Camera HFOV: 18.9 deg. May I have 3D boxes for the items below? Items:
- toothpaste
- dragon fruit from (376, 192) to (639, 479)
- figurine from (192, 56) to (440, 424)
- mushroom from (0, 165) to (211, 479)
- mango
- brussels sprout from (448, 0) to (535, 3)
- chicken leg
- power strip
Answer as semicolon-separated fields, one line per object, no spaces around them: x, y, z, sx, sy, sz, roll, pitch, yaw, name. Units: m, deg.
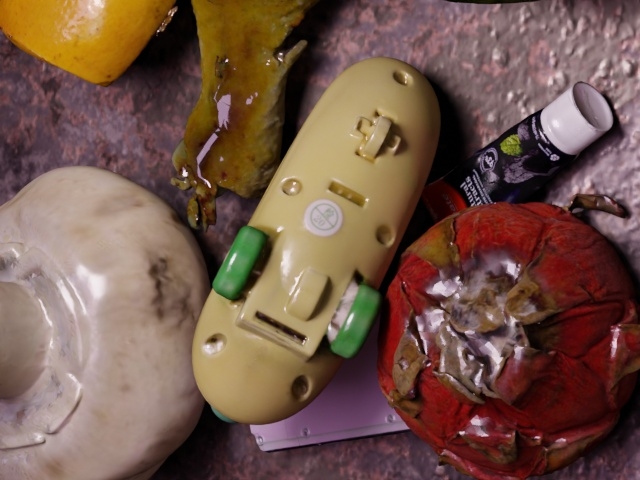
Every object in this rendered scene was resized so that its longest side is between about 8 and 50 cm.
0.152;-0.054;1.535;0.193;0.045;0.071;-38;69;40;toothpaste
0.129;0.072;1.453;0.223;0.148;0.218;-17;79;20;dragon fruit
0.000;0.000;1.563;0.124;0.222;0.325;26;75;-1;figurine
-0.266;0.084;1.690;0.314;0.336;0.314;-6;80;36;mushroom
-0.186;-0.274;1.734;0.187;0.138;0.257;29;95;57;mango
0.153;-0.330;1.350;0.355;0.289;0.281;107;152;-68;brussels sprout
-0.059;-0.216;1.647;0.201;0.152;0.429;31;118;47;chicken leg
0.041;0.112;1.629;0.279;0.037;0.109;-13;84;38;power strip
